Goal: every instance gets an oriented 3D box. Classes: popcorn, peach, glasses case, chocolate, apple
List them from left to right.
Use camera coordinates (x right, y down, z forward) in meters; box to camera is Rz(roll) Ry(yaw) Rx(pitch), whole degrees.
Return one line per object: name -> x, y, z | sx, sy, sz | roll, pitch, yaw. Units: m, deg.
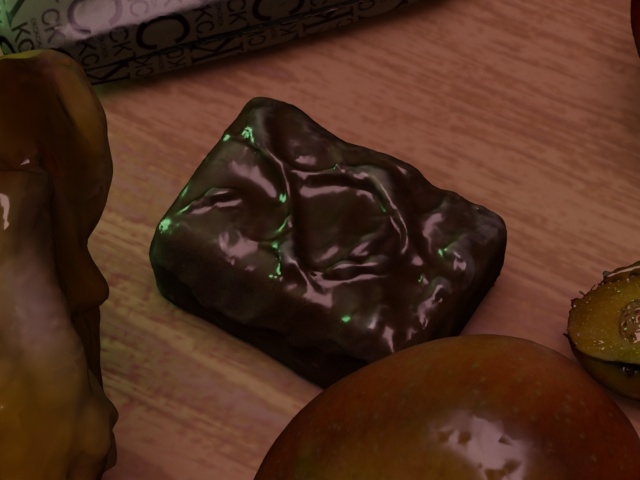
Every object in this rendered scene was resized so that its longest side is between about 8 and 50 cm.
popcorn -> -0.282, 0.068, 0.958 | 0.390, 0.344, 0.354 | -29, 26, -31
glasses case -> -0.060, -0.201, 1.252 | 0.355, 0.085, 0.137 | -16, 59, -7
chocolate -> 0.000, 0.000, 1.128 | 0.214, 0.093, 0.148 | 27, 62, 16
apple -> 0.070, 0.157, 0.975 | 0.235, 0.173, 0.210 | -15, 100, 20
peach -> 0.202, 0.061, 1.106 | 0.098, 0.061, 0.098 | -8, 38, 6

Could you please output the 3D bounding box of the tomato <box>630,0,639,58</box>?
tomato -> 0.318, -0.117, 1.155 | 0.233, 0.139, 0.200 | 19, 43, 22
